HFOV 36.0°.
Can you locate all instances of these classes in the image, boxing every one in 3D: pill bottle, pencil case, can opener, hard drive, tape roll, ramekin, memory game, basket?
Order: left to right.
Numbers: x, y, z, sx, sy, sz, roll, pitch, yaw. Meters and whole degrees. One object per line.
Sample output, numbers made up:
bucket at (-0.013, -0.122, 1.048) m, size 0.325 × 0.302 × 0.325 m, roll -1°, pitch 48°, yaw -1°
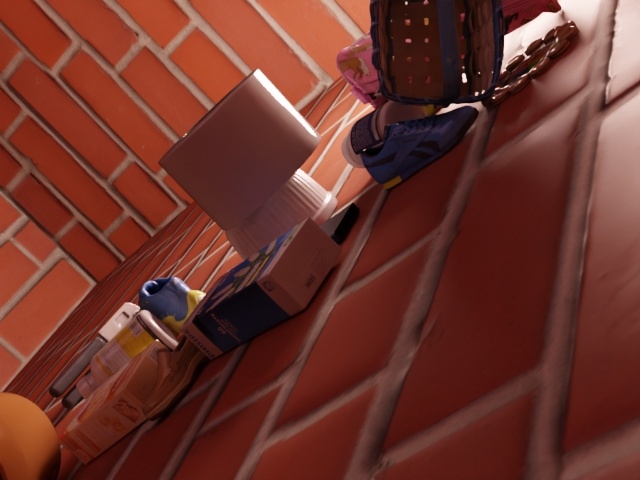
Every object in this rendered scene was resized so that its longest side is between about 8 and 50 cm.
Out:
can opener at (-0.490, 0.253, 2.227) m, size 0.283 × 0.076 × 0.095 m, roll -51°, pitch 13°, yaw -27°
pill bottle at (-0.351, 0.222, 1.791) m, size 0.184 × 0.103 × 0.103 m, roll -44°, pitch 11°, yaw -2°
tape roll at (-0.142, -0.160, 1.732) m, size 0.246 × 0.169 × 0.246 m, roll -41°, pitch 12°, yaw 11°
ramekin at (-0.079, -0.041, 1.791) m, size 0.207 × 0.109 × 0.207 m, roll -42°, pitch 12°, yaw 11°
hard drive at (0.000, 0.000, 1.588) m, size 0.135 × 0.022 × 0.094 m, roll -34°, pitch 15°, yaw 38°
pill bottle at (0.104, -0.176, 1.681) m, size 0.094 × 0.094 × 0.169 m, roll -49°, pitch 13°, yaw -26°
basket at (0.174, -0.322, 1.469) m, size 0.201 × 0.254 × 0.289 m, roll -3°, pitch -1°, yaw 6°
pencil case at (0.219, -0.363, 1.697) m, size 0.386 × 0.167 × 0.160 m, roll -32°, pitch -23°, yaw 18°
memory game at (0.315, -0.270, 1.501) m, size 0.186 × 0.012 × 0.186 m, roll -42°, pitch 11°, yaw 11°

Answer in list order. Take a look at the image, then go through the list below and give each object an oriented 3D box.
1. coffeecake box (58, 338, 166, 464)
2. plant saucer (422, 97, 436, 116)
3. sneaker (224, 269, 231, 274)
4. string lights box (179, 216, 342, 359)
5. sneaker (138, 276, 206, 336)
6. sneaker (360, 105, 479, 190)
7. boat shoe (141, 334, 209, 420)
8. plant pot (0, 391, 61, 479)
coffeecake box at (-0.332, 0.269, 1.646) m, size 0.185 × 0.068 × 0.142 m, roll -38°, pitch 14°, yaw 27°
plant saucer at (0.162, -0.250, 1.871) m, size 0.188 × 0.045 × 0.188 m, roll -38°, pitch 13°, yaw 25°
sneaker at (-0.163, 0.071, 1.865) m, size 0.083 × 0.032 × 0.037 m, roll -37°, pitch 13°, yaw 34°
string lights box at (-0.093, 0.078, 1.491) m, size 0.260 × 0.077 × 0.133 m, roll -32°, pitch 18°, yaw 46°
sneaker at (-0.312, 0.138, 1.899) m, size 0.240 × 0.126 × 0.091 m, roll -35°, pitch 14°, yaw 35°
sneaker at (0.146, -0.157, 1.510) m, size 0.209 × 0.082 × 0.069 m, roll -33°, pitch 14°, yaw 37°
boat shoe at (-0.232, 0.198, 1.547) m, size 0.068 × 0.072 × 0.190 m, roll -33°, pitch 16°, yaw 43°
plant pot at (-0.569, 0.375, 1.622) m, size 0.291 × 0.291 × 0.203 m, roll -39°, pitch -4°, yaw 21°
